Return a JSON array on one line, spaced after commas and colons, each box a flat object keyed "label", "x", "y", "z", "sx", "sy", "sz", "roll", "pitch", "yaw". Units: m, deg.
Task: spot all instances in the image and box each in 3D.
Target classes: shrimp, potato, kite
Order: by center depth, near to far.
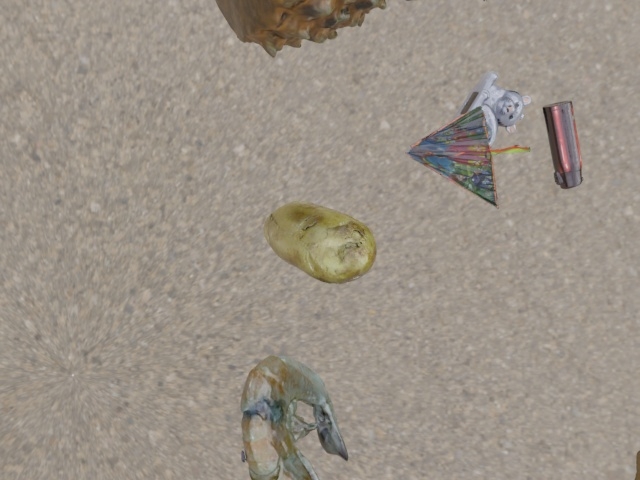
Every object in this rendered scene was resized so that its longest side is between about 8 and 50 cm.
[{"label": "potato", "x": 0.000, "y": 0.000, "z": 1.096, "sx": 0.107, "sy": 0.170, "sz": 0.080, "roll": -15, "pitch": 117, "yaw": -37}, {"label": "kite", "x": 0.214, "y": -0.121, "z": 1.221, "sx": 0.183, "sy": 0.014, "sz": 0.241, "roll": -4, "pitch": 42, "yaw": 1}, {"label": "shrimp", "x": -0.025, "y": 0.350, "z": 1.392, "sx": 0.247, "sy": 0.085, "sz": 0.360, "roll": -46, "pitch": 116, "yaw": -53}]

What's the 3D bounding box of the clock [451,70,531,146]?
[{"label": "clock", "x": 0.346, "y": -0.244, "z": 1.726, "sx": 0.117, "sy": 0.080, "sz": 0.176, "roll": 31, "pitch": 95, "yaw": -13}]

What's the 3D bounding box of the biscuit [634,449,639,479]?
[{"label": "biscuit", "x": 0.511, "y": 0.381, "z": 1.229, "sx": 0.182, "sy": 0.034, "sz": 0.215, "roll": 14, "pitch": 70, "yaw": -43}]

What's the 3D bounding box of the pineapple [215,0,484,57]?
[{"label": "pineapple", "x": 0.070, "y": -0.189, "z": 0.500, "sx": 0.277, "sy": 0.119, "sz": 0.130, "roll": -23, "pitch": 73, "yaw": -23}]

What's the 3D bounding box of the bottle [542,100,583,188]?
[{"label": "bottle", "x": 0.465, "y": -0.181, "z": 1.609, "sx": 0.060, "sy": 0.060, "sz": 0.164, "roll": -18, "pitch": 102, "yaw": -18}]
